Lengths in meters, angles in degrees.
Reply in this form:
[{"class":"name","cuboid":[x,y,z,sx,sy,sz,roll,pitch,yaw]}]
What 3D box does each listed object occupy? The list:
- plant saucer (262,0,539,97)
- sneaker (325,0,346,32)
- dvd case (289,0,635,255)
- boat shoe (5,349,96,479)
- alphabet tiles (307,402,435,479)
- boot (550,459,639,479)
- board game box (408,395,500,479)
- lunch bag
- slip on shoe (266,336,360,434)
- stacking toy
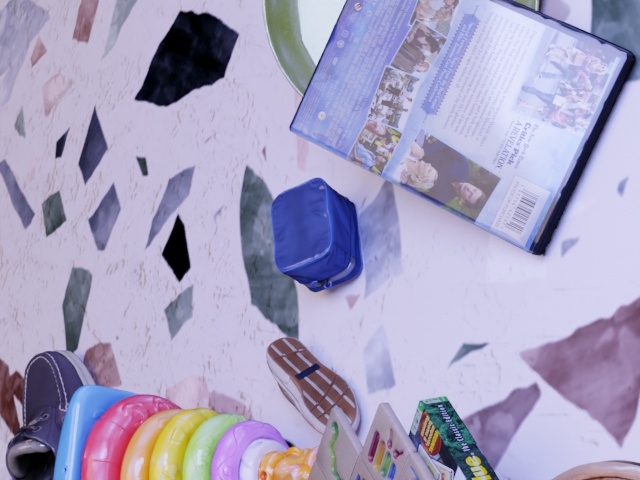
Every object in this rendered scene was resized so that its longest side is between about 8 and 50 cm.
[{"class":"plant saucer","cuboid":[0.070,-0.210,1.413,0.037,0.241,0.241,-32,-34,-81]},{"class":"sneaker","cuboid":[0.058,-0.283,1.515,0.131,0.148,0.350,-12,83,7]},{"class":"dvd case","cuboid":[0.113,-0.122,1.346,0.253,0.022,0.180,28,99,24]},{"class":"boat shoe","cuboid":[-0.294,0.235,1.755,0.103,0.092,0.285,-42,46,34]},{"class":"alphabet tiles","cuboid":[0.038,0.312,1.281,0.285,0.011,0.343,57,139,45]},{"class":"boot","cuboid":[0.251,0.247,1.068,0.283,0.109,0.220,-28,59,34]},{"class":"board game box","cuboid":[0.082,0.261,1.244,0.136,0.030,0.260,55,141,45]},{"class":"lunch bag","cuboid":[0.000,0.000,1.502,0.067,0.065,0.098,-21,58,28]},{"class":"slip on shoe","cuboid":[-0.007,0.141,1.475,0.135,0.051,0.041,42,149,42]},{"class":"stacking toy","cuboid":[-0.086,0.215,1.473,0.301,0.165,0.175,-10,68,38]}]
